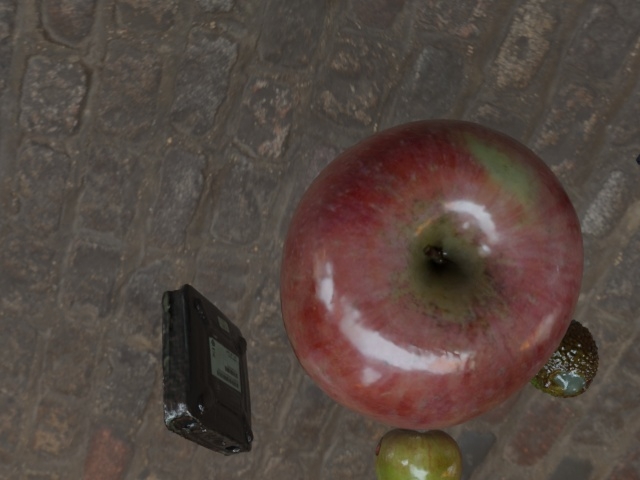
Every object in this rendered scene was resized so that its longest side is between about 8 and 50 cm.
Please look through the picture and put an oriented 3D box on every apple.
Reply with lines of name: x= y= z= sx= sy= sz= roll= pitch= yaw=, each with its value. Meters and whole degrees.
apple: x=0.112 y=0.035 z=0.787 sx=0.345 sy=0.269 sz=0.344 roll=1 pitch=79 yaw=-7
apple: x=0.269 y=0.617 z=1.967 sx=0.261 sy=0.261 sz=0.193 roll=0 pitch=81 yaw=0

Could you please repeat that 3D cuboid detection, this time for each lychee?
lychee: x=0.489 y=0.235 z=1.462 sx=0.171 sy=0.171 sz=0.171 roll=0 pitch=113 yaw=0

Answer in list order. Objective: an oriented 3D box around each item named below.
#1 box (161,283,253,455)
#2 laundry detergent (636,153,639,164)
box: x=-0.262 y=0.313 z=1.696 sx=0.091 sy=0.350 sz=0.359 roll=-15 pitch=148 yaw=13
laundry detergent: x=0.515 y=-0.136 z=0.893 sx=0.105 sy=0.280 sz=0.214 roll=26 pitch=85 yaw=-12
